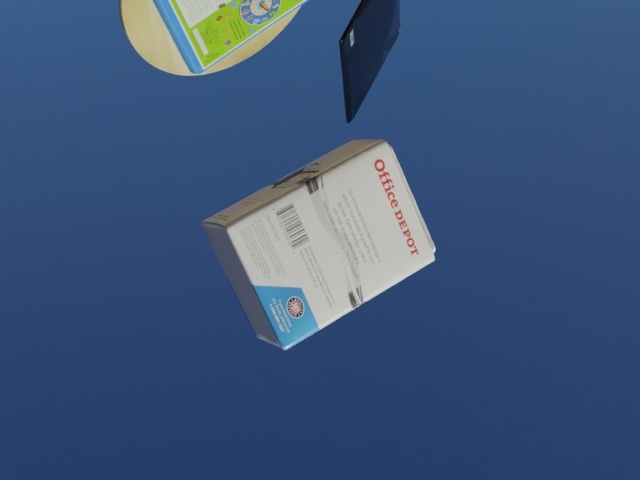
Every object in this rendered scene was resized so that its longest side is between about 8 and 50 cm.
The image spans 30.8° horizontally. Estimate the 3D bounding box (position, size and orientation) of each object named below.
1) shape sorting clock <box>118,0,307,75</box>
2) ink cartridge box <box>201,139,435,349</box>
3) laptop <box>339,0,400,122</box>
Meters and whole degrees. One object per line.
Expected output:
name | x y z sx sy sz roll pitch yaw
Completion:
shape sorting clock | -0.080 -0.230 0.982 0.206 0.206 0.040 -18 -128 -31
ink cartridge box | 0.000 0.000 1.166 0.191 0.139 0.082 -30 -164 -21
laptop | 0.031 -0.330 1.503 0.136 0.234 0.264 -26 -109 -6
